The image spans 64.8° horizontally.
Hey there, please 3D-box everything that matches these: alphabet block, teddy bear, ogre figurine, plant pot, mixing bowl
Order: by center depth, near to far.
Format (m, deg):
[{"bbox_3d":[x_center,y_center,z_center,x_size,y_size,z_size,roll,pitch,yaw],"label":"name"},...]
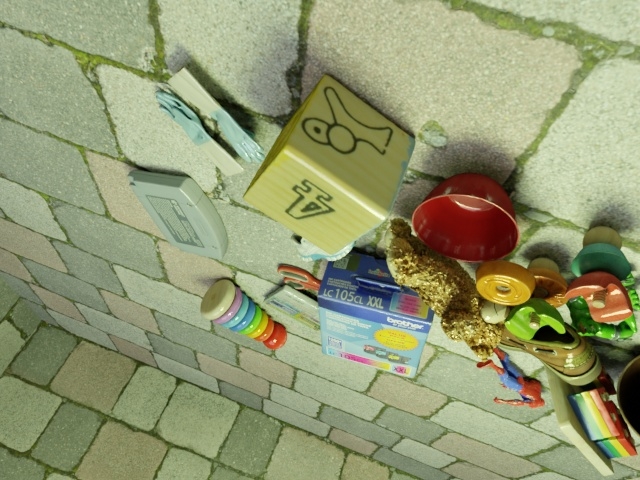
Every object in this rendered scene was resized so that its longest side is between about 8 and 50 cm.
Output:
[{"bbox_3d":[0.015,-0.122,0.868,0.197,0.192,0.193,34,145,-13],"label":"alphabet block"},{"bbox_3d":[0.263,-0.053,0.890,0.181,0.098,0.181,18,147,12],"label":"mixing bowl"},{"bbox_3d":[0.249,0.085,0.979,0.113,0.245,0.338,-43,90,19],"label":"teddy bear"},{"bbox_3d":[0.552,0.137,0.992,0.118,0.097,0.197,-13,151,20],"label":"ogre figurine"},{"bbox_3d":[0.773,0.373,1.107,0.215,0.215,0.230,3,156,30],"label":"plant pot"}]

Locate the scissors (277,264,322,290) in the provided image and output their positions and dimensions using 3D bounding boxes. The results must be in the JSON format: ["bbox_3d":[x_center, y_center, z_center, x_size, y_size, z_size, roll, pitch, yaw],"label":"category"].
[{"bbox_3d":[0.020,0.132,1.395,0.297,0.021,0.109,15,147,16],"label":"scissors"}]

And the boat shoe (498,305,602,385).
[{"bbox_3d":[0.431,0.175,1.044,0.104,0.110,0.307,53,168,-24],"label":"boat shoe"}]

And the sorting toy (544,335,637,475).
[{"bbox_3d":[0.595,0.340,1.121,0.089,0.257,0.255,-27,124,30],"label":"sorting toy"}]

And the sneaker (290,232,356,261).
[{"bbox_3d":[0.000,0.000,1.173,0.190,0.071,0.083,-12,128,43],"label":"sneaker"}]

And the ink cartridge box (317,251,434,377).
[{"bbox_3d":[0.140,0.173,1.249,0.270,0.151,0.395,12,145,11],"label":"ink cartridge box"}]

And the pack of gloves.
[{"bbox_3d":[-0.214,-0.236,1.008,0.232,0.046,0.195,46,154,-26],"label":"pack of gloves"}]

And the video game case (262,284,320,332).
[{"bbox_3d":[-0.054,0.213,1.545,0.212,0.023,0.193,30,152,-14],"label":"video game case"}]

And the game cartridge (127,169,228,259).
[{"bbox_3d":[-0.359,-0.063,1.331,0.198,0.062,0.297,7,144,18],"label":"game cartridge"}]

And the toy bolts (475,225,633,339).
[{"bbox_3d":[0.409,0.047,0.886,0.218,0.158,0.228,39,145,-20],"label":"toy bolts"}]

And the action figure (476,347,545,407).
[{"bbox_3d":[0.505,0.392,1.395,0.280,0.091,0.139,38,139,-20],"label":"action figure"}]

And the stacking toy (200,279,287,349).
[{"bbox_3d":[-0.234,0.268,1.669,0.141,0.141,0.330,-11,138,43],"label":"stacking toy"}]
